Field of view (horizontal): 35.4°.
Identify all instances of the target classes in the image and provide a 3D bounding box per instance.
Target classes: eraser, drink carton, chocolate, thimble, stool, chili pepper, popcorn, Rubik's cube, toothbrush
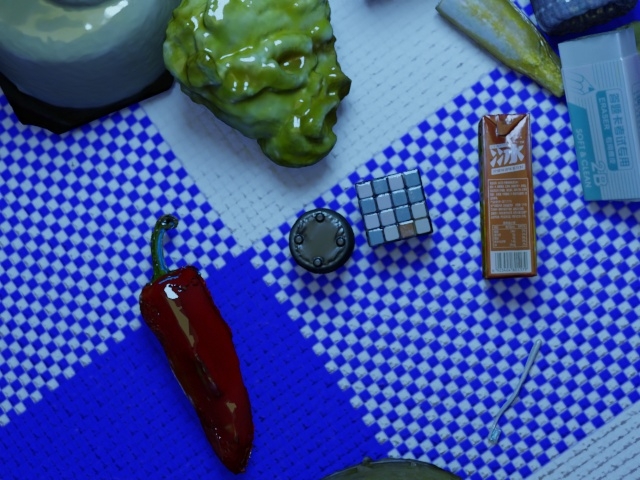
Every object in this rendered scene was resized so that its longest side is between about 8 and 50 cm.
[{"bbox_3d":[0.390,-0.165,1.351,0.095,0.052,0.225,-1,107,47],"label":"eraser"},{"bbox_3d":[0.257,-0.060,1.386,0.071,0.096,0.223,-2,91,6],"label":"drink carton"},{"bbox_3d":[-0.355,-0.348,1.353,0.326,0.297,0.314,-20,83,6],"label":"chocolate"},{"bbox_3d":[0.354,-0.342,1.351,0.150,0.150,0.098,-16,87,6],"label":"thimble"},{"bbox_3d":[0.000,0.000,1.404,0.096,0.110,0.096,0,89,2],"label":"stool"},{"bbox_3d":[-0.177,0.153,1.431,0.110,0.110,0.388,-24,91,5],"label":"chili pepper"},{"bbox_3d":[-0.068,-0.252,1.368,0.286,0.173,0.225,37,87,-23],"label":"popcorn"},{"bbox_3d":[0.265,-0.284,1.401,0.219,0.085,0.086,42,94,-1],"label":"chocolate"},{"bbox_3d":[0.103,-0.045,1.403,0.092,0.092,0.092,-13,89,5],"label":"Rubik's cube"},{"bbox_3d":[0.276,0.212,1.425,0.017,0.014,0.162,24,92,20],"label":"toothbrush"}]

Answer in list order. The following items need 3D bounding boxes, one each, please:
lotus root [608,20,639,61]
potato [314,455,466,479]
[{"bbox_3d":[0.446,-0.210,1.373,0.090,0.077,0.183,-26,86,47],"label":"lotus root"},{"bbox_3d":[0.099,0.500,1.298,0.442,0.319,0.386,-9,90,3],"label":"potato"}]
